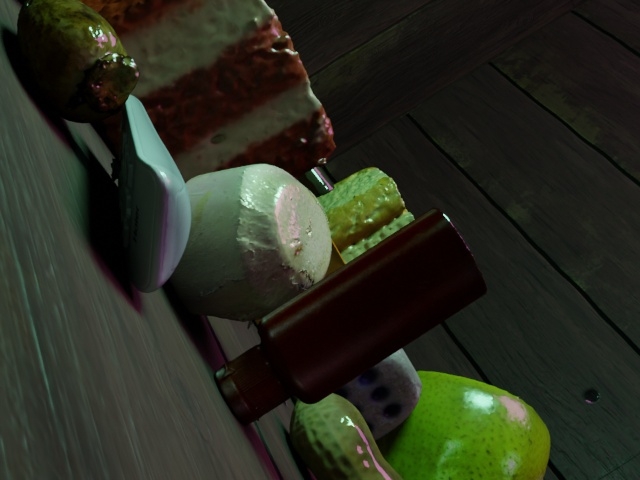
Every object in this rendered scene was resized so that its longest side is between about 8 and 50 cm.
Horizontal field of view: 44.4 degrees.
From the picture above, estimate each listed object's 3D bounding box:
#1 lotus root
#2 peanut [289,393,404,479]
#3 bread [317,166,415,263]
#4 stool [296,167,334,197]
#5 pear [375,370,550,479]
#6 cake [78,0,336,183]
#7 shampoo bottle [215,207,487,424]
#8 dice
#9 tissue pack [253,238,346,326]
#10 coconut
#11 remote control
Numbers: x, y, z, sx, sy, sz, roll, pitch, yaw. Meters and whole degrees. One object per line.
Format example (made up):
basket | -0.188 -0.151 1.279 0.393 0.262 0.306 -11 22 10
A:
lotus root | -0.248 -0.188 0.761 0.190 0.094 0.108 45 -38 37
peanut | 0.037 0.268 0.902 0.229 0.098 0.103 58 -43 21
bread | 0.000 0.000 1.656 0.165 0.375 0.236 61 -5 -18
stool | -0.146 -0.155 1.650 0.310 0.310 0.226 -128 -167 -81
pear | 0.197 0.409 1.373 0.342 0.318 0.238 -1 -33 35
cake | -0.176 -0.226 1.075 0.320 0.269 0.270 61 -3 -38
shampoo bottle | 0.025 0.078 0.740 0.102 0.260 0.064 59 -3 -20
dice | 0.043 0.216 1.318 0.193 0.194 0.192 61 -5 -36
tissue pack | -0.066 0.055 1.416 0.145 0.194 0.275 48 -10 53
coconut | -0.088 0.009 0.814 0.171 0.182 0.171 31 53 -51
remote control | -0.158 -0.055 0.710 0.293 0.051 0.103 -131 -134 -62
